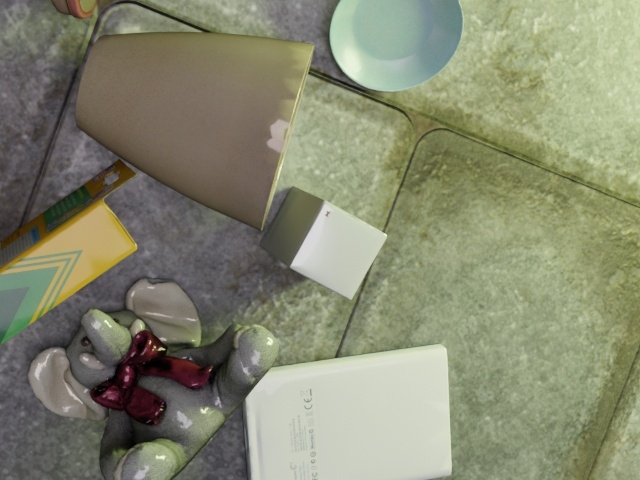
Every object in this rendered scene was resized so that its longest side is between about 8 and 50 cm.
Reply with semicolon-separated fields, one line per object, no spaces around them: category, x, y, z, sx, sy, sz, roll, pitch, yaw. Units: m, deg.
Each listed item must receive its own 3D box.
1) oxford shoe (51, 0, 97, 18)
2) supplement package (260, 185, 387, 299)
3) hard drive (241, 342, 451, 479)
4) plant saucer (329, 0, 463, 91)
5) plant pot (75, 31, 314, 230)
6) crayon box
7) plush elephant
oxford shoe;-0.377;-0.453;1.407;0.130;0.123;0.348;-9;104;12
supplement package;0.000;0.000;1.538;0.105;0.179;0.105;29;90;-18
hard drive;0.042;0.282;1.670;0.318;0.040;0.210;-6;101;-15
plant saucer;0.107;-0.308;1.570;0.195;0.037;0.195;-4;125;-5
plant pot;-0.173;-0.172;1.443;0.274;0.256;0.257;16;94;-3
crayon box;-0.361;0.026;1.424;0.323;0.203;0.083;-36;107;-8
plush elephant;-0.242;0.180;1.473;0.255;0.330;0.272;42;72;4
